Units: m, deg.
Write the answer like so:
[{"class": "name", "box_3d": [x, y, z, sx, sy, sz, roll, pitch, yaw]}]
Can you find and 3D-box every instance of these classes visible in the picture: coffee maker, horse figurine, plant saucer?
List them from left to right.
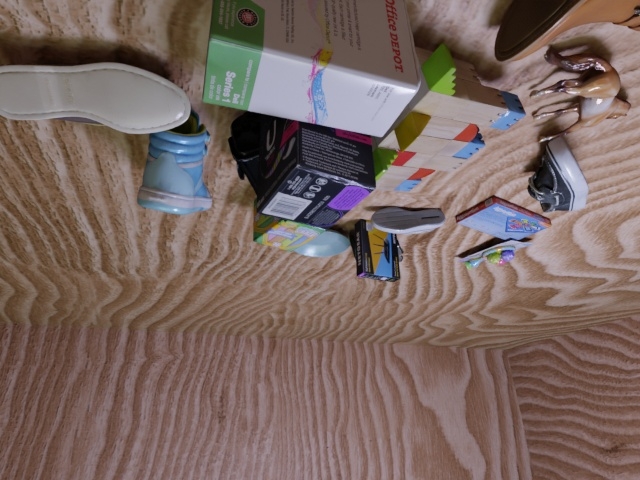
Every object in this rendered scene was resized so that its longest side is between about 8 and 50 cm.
[{"class": "coffee maker", "box_3d": [-0.108, -0.161, 0.883, 0.120, 0.171, 0.178, -41, 155, -8]}, {"class": "plant saucer", "box_3d": [0.000, 0.000, 1.365, 0.195, 0.037, 0.195, -2, 155, -1]}, {"class": "horse figurine", "box_3d": [0.505, -0.277, 0.800, 0.175, 0.066, 0.263, -10, 156, 30]}]

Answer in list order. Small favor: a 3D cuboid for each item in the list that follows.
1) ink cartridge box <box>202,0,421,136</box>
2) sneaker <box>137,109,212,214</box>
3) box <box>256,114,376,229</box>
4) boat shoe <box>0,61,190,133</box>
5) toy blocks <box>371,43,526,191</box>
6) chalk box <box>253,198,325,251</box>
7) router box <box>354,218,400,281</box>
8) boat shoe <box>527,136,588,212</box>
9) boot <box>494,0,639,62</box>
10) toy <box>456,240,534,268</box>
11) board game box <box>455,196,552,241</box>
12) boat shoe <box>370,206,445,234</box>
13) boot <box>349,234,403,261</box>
[{"class": "ink cartridge box", "box_3d": [-0.016, -0.282, 0.596, 0.278, 0.201, 0.117, 7, 153, -18]}, {"class": "sneaker", "box_3d": [-0.293, -0.174, 0.908, 0.127, 0.208, 0.319, 11, -172, -10]}, {"class": "box", "box_3d": [-0.015, -0.181, 0.725, 0.143, 0.270, 0.165, 13, 150, -27]}, {"class": "boat shoe", "box_3d": [-0.399, -0.259, 0.741, 0.325, 0.096, 0.116, -1, 114, -10]}, {"class": "toy blocks", "box_3d": [0.204, -0.211, 0.824, 0.261, 0.190, 0.381, 0, 156, -30]}, {"class": "chalk box", "box_3d": [-0.071, -0.077, 1.097, 0.132, 0.132, 0.213, 17, 147, -34]}, {"class": "router box", "box_3d": [0.175, 0.033, 1.281, 0.133, 0.178, 0.046, 10, 154, -23]}, {"class": "boat shoe", "box_3d": [0.582, -0.135, 1.028, 0.119, 0.121, 0.335, -22, 150, 27]}, {"class": "boot", "box_3d": [0.431, -0.355, 0.615, 0.220, 0.109, 0.283, 8, 146, -27]}, {"class": "toy", "box_3d": [0.628, 0.062, 1.488, 0.137, 0.056, 0.237, 4, 162, -32]}, {"class": "board game box", "box_3d": [0.573, -0.060, 1.291, 0.281, 0.027, 0.145, 14, 151, -30]}, {"class": "boat shoe", "box_3d": [0.256, -0.046, 1.234, 0.226, 0.083, 0.075, 1, 153, -8]}, {"class": "boot", "box_3d": [0.195, 0.026, 1.411, 0.161, 0.083, 0.246, -18, 153, 9]}]
